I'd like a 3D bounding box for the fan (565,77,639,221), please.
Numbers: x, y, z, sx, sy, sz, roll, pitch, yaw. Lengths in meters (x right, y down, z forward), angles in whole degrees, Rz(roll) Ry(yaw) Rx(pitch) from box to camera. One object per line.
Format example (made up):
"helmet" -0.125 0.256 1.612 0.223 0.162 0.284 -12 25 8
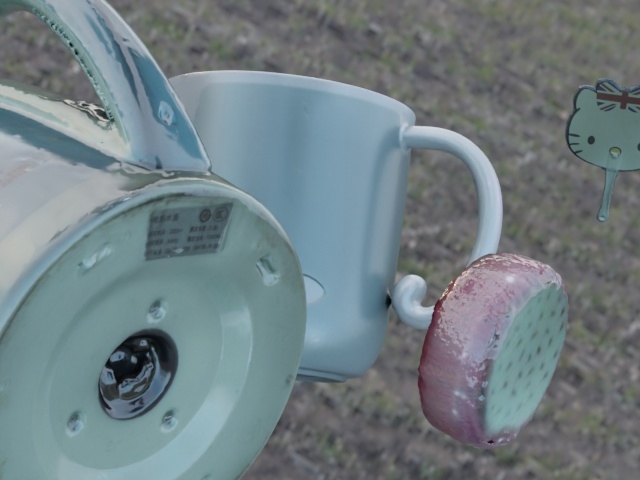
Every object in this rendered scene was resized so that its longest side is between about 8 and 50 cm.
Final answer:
"fan" 0.159 -0.048 0.889 0.056 0.083 0.004 9 25 3

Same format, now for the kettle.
"kettle" -0.195 -0.016 1.031 0.247 0.319 0.342 5 19 -47

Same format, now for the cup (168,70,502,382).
"cup" 0.000 0.000 1.599 0.356 0.274 0.259 5 -7 21

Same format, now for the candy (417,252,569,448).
"candy" 0.090 0.056 0.846 0.043 0.103 0.103 22 22 29
